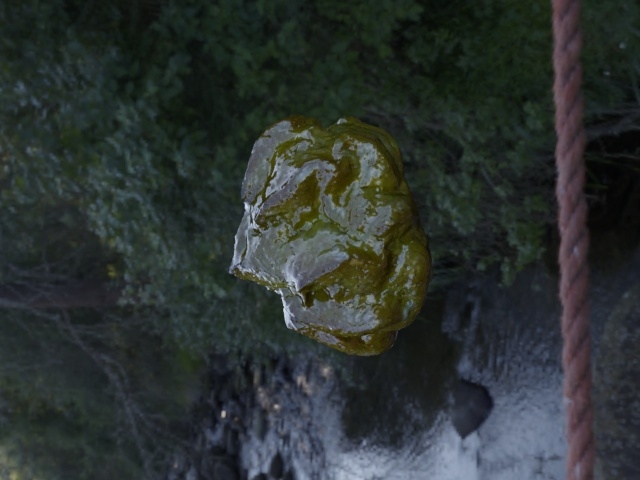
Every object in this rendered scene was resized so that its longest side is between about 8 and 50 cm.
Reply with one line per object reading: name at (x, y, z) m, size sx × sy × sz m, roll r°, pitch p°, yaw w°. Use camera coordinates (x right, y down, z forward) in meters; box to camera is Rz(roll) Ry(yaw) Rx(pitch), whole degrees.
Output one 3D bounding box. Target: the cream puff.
cream puff at (0.014, -0.009, 0.826) m, size 0.244 × 0.196 × 0.244 m, roll -170°, pitch 90°, yaw -86°
